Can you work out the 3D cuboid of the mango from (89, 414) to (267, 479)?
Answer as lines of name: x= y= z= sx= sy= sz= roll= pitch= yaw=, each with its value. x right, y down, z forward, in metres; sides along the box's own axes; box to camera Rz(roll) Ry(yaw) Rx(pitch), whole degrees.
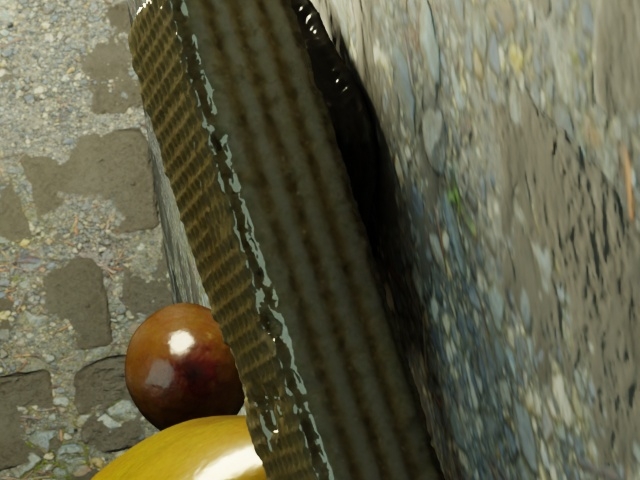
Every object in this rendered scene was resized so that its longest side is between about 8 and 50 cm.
mango: x=-0.103 y=0.280 z=1.413 sx=0.232 sy=0.300 sz=0.446 roll=44 pitch=151 yaw=-3

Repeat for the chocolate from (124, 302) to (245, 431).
chocolate: x=-0.159 y=0.159 z=1.982 sx=0.177 sy=0.177 sz=0.176 roll=170 pitch=90 yaw=-81

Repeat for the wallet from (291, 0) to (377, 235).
wallet: x=0.000 y=0.000 z=1.124 sx=0.165 sy=0.042 sz=0.309 roll=-116 pitch=21 yaw=-47

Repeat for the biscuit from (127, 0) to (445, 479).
biscuit: x=-0.016 y=0.042 z=0.996 sx=0.144 sy=0.079 sz=0.426 roll=141 pitch=113 yaw=-68
